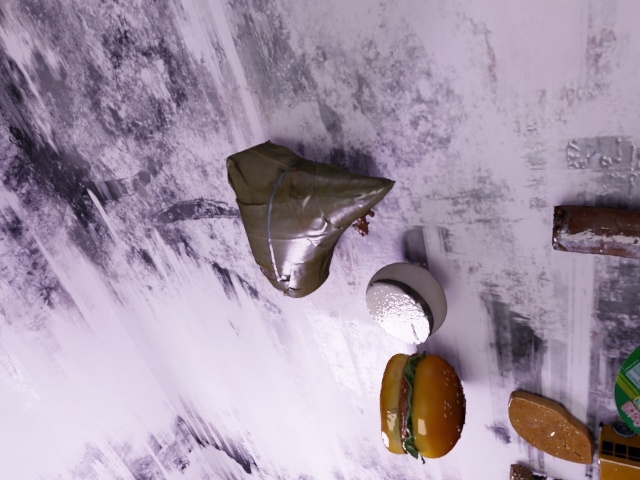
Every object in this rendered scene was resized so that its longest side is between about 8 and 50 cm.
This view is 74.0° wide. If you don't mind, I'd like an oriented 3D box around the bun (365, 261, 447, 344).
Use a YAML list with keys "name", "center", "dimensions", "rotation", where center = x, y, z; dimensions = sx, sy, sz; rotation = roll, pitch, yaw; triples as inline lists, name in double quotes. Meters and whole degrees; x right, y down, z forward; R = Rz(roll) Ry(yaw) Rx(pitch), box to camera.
- name: "bun"
  center: [0.183, 0.117, 0.885]
  dimensions: [0.172, 0.120, 0.173]
  rotation: [26, 137, 27]

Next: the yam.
- name: "yam"
  center: [0.427, -0.012, 0.643]
  dimensions: [0.141, 0.079, 0.079]
  rotation: [8, 126, 29]

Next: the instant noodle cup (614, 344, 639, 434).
- name: "instant noodle cup"
  center: [0.628, 0.276, 0.643]
  dimensions: [0.232, 0.207, 0.207]
  rotation: [37, 136, -2]

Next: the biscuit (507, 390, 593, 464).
- name: "biscuit"
  center: [0.504, 0.415, 0.943]
  dimensions: [0.220, 0.029, 0.142]
  rotation: [38, 135, 5]

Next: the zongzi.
- name: "zongzi"
  center: [0.000, 0.000, 0.859]
  dimensions: [0.392, 0.174, 0.356]
  rotation: [19, 135, 40]

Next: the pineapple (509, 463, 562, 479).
- name: "pineapple"
  center: [0.534, 0.589, 1.047]
  dimensions: [0.124, 0.058, 0.058]
  rotation: [3, 124, 18]

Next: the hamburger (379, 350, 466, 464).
- name: "hamburger"
  center: [0.237, 0.371, 0.956]
  dimensions: [0.169, 0.246, 0.246]
  rotation: [-2, 121, 24]

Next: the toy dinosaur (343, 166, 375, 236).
- name: "toy dinosaur"
  center: [0.073, -0.077, 0.870]
  dimensions: [0.055, 0.049, 0.154]
  rotation: [5, 119, 49]

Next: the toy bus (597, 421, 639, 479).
- name: "toy bus"
  center: [0.635, 0.425, 0.788]
  dimensions: [0.200, 0.114, 0.098]
  rotation: [-2, 112, 38]
